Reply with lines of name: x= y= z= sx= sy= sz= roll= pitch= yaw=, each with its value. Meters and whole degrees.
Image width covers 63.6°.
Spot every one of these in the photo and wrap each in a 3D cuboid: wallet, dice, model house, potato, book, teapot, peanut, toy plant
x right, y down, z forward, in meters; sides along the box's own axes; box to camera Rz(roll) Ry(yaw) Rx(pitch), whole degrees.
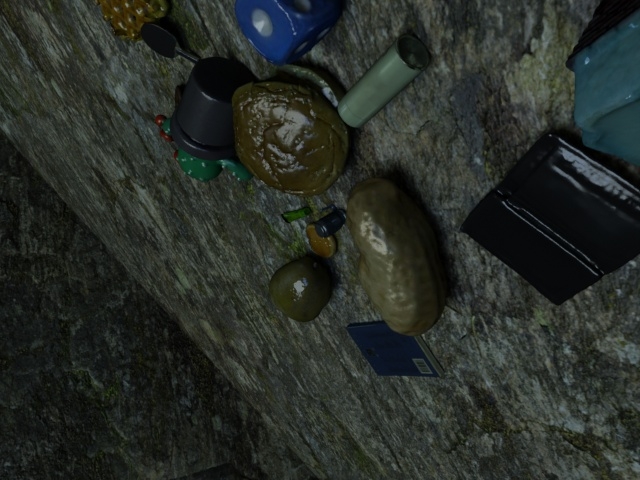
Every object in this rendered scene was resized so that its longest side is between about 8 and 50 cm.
wallet: x=0.403 y=-0.027 z=0.899 sx=0.247 sy=0.041 sz=0.323 roll=41 pitch=149 yaw=12
dice: x=-0.057 y=-0.419 z=0.939 sx=0.146 sy=0.146 sz=0.143 roll=51 pitch=148 yaw=-5
model house: x=0.431 y=-0.245 z=0.553 sx=0.230 sy=0.248 sz=0.280 roll=13 pitch=165 yaw=-17
potato: x=-0.056 y=0.137 z=1.488 sx=0.174 sy=0.159 sz=0.251 roll=26 pitch=138 yaw=-8
book: x=0.205 y=0.311 z=1.480 sx=0.190 sy=0.025 sz=0.269 roll=56 pitch=146 yaw=-9
teapot: x=0.022 y=-0.045 z=1.279 sx=0.064 sy=0.083 sz=0.049 roll=34 pitch=143 yaw=36
peanut: x=0.164 y=0.038 z=1.130 sx=0.192 sy=0.169 sz=0.387 roll=11 pitch=128 yaw=48
toy plant: x=-0.281 y=-0.266 z=1.322 sx=0.280 sy=0.185 sz=0.400 roll=11 pitch=148 yaw=-19

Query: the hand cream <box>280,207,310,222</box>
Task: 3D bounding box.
hand cream: x=-0.068 y=-0.069 z=1.412 sx=0.036 sy=0.023 sz=0.122 roll=47 pitch=150 yaw=-19

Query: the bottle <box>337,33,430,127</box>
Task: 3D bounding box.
bottle: x=0.109 y=-0.286 z=0.948 sx=0.072 sy=0.072 sz=0.201 roll=51 pitch=146 yaw=-4

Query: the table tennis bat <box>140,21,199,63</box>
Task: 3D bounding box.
table tennis bat: x=-0.379 y=-0.489 z=1.299 sx=0.158 sy=0.014 sz=0.095 roll=27 pitch=151 yaw=-9

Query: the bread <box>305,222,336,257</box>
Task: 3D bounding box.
bread: x=0.000 y=0.000 z=1.401 sx=0.110 sy=0.024 sz=0.110 roll=29 pitch=143 yaw=26

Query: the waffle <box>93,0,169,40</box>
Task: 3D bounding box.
waffle: x=-0.496 y=-0.644 z=1.285 sx=0.325 sy=0.068 sz=0.302 roll=7 pitch=128 yaw=47

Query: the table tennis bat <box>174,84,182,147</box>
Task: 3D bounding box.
table tennis bat: x=-0.347 y=-0.351 z=1.465 sx=0.107 sy=0.119 sz=0.169 roll=-141 pitch=49 yaw=-62

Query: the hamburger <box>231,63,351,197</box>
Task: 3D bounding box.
hamburger: x=-0.068 y=-0.230 z=1.124 sx=0.266 sy=0.134 sz=0.284 roll=20 pitch=139 yaw=24
